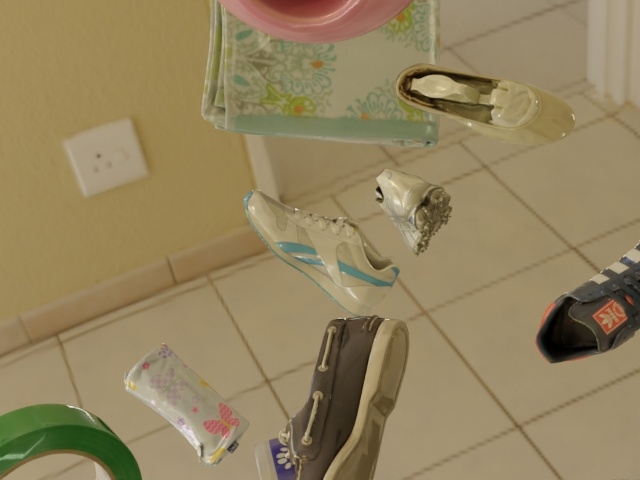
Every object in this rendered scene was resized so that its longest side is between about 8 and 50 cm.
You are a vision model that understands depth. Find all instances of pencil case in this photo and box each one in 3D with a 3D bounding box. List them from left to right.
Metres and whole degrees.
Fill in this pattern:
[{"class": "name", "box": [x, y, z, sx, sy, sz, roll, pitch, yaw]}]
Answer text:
[{"class": "pencil case", "box": [-0.275, 0.339, 2.141, 0.273, 0.113, 0.124, 43, 86, 5]}]

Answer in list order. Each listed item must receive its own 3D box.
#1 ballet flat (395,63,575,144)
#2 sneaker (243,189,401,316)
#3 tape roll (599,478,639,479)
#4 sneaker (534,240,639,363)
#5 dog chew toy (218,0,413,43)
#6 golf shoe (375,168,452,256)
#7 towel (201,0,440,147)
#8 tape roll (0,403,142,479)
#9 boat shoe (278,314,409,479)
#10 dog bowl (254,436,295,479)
[{"class": "ballet flat", "box": [0.215, -0.186, 1.390, 0.249, 0.086, 0.086, 15, 46, 17]}, {"class": "sneaker", "box": [0.000, 0.000, 1.362, 0.092, 0.229, 0.087, -49, 13, 14]}, {"class": "tape roll", "box": [0.350, 0.467, 1.182, 0.392, 0.391, 0.072, -13, 3, -2]}, {"class": "sneaker", "box": [0.462, 0.088, 1.547, 0.131, 0.350, 0.148, 52, 40, 8]}, {"class": "dog chew toy", "box": [0.007, -0.313, 0.842, 0.207, 0.206, 0.331, -1, 48, 13]}, {"class": "golf shoe", "box": [0.106, -0.040, 1.224, 0.086, 0.176, 0.069, 35, 77, 15]}, {"class": "towel", "box": [0.009, -0.310, 1.577, 0.375, 0.320, 0.090, 3, -4, -19]}, {"class": "tape roll", "box": [-0.435, 0.411, 1.601, 0.321, 0.321, 0.077, -31, 33, -22]}, {"class": "boat shoe", "box": [0.005, 0.148, 0.765, 0.065, 0.075, 0.206, 10, 63, 26]}, {"class": "dog bowl", "box": [-0.032, 0.471, 1.822, 0.104, 0.264, 0.265, -16, 40, -4]}]
